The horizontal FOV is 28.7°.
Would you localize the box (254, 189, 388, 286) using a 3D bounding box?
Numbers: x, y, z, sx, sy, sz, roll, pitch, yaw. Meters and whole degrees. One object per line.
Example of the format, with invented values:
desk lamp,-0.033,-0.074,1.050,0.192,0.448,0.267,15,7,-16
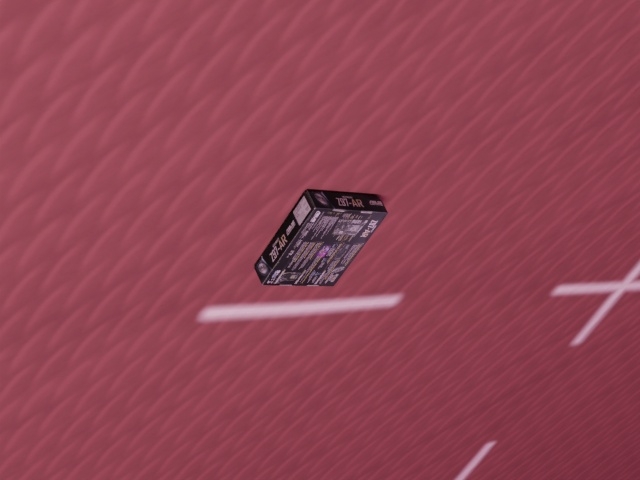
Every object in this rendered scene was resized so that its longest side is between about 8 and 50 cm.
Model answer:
box,0.000,0.000,0.897,0.067,0.018,0.083,2,138,-37
